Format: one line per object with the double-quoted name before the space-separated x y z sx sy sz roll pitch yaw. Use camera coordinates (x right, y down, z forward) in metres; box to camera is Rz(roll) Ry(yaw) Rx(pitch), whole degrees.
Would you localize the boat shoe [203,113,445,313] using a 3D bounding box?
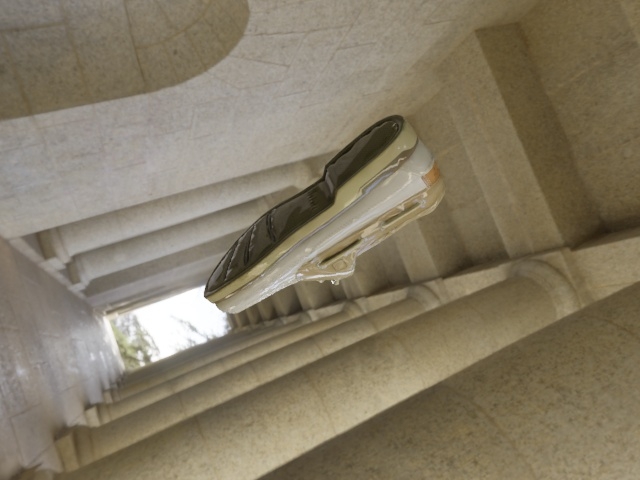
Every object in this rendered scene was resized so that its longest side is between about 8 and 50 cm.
"boat shoe" 0.000 0.000 0.539 0.103 0.302 0.113 43 23 -26
